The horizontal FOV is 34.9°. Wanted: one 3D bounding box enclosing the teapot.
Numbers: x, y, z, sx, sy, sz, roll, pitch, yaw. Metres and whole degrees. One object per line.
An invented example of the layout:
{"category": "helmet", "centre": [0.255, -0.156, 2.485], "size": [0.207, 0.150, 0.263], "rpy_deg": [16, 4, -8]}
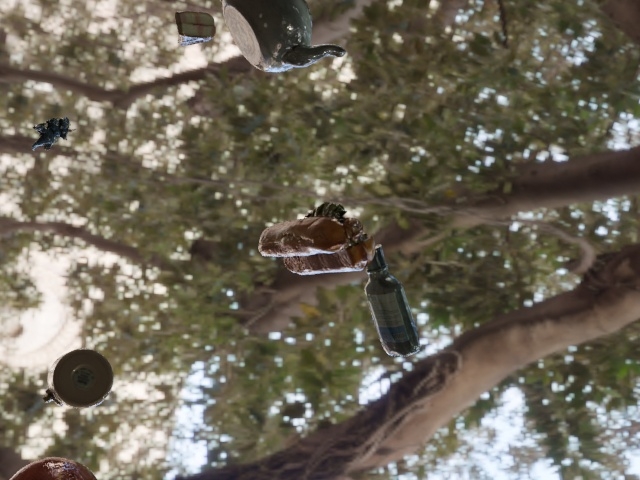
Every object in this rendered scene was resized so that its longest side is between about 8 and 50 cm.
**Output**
{"category": "teapot", "centre": [-0.092, -0.411, 1.889], "size": [0.294, 0.129, 0.193], "rpy_deg": [49, -19, 24]}

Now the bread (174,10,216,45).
{"category": "bread", "centre": [-0.189, -0.321, 1.536], "size": [0.109, 0.062, 0.043], "rpy_deg": [-166, -109, -80]}

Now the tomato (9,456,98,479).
{"category": "tomato", "centre": [-0.526, 0.529, 1.998], "size": [0.184, 0.208, 0.208], "rpy_deg": [-108, -141, -63]}

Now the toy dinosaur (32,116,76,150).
{"category": "toy dinosaur", "centre": [-0.471, -0.187, 1.782], "size": [0.030, 0.083, 0.047], "rpy_deg": [8, -58, 52]}

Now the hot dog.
{"category": "hot dog", "centre": [0.000, 0.000, 1.877], "size": [0.337, 0.135, 0.100], "rpy_deg": [-10, -129, 63]}

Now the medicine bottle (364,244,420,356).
{"category": "medicine bottle", "centre": [0.124, 0.112, 1.883], "size": [0.090, 0.053, 0.208], "rpy_deg": [-2, -72, 58]}

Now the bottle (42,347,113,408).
{"category": "bottle", "centre": [-0.413, 0.238, 1.710], "size": [0.097, 0.110, 0.209], "rpy_deg": [48, -20, -6]}
